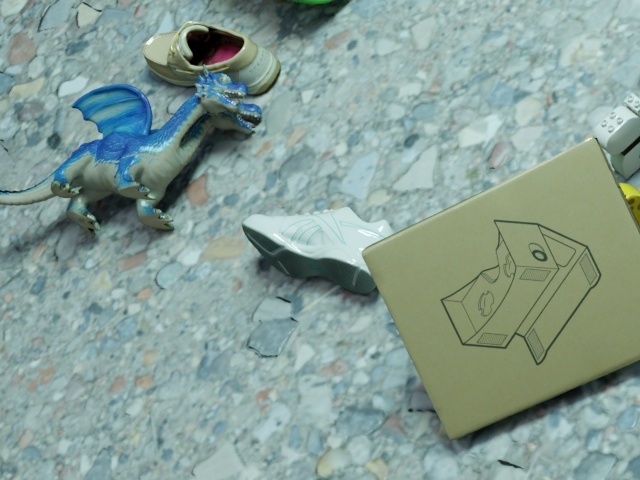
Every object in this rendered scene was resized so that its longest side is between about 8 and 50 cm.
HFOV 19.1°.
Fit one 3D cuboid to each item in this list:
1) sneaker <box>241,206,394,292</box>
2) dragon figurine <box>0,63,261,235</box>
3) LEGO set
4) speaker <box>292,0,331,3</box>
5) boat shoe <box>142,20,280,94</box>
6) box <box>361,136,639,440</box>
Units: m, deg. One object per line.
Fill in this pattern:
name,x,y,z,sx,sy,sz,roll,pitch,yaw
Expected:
sneaker,0.000,0.000,1.630,0.152,0.054,0.061,16,59,36
dragon figurine,-0.191,-0.088,1.802,0.289,0.085,0.144,-3,54,29
LEGO set,0.189,-0.023,1.475,0.227,0.093,0.087,-43,44,0
speaker,-0.075,-0.330,1.875,0.131,0.131,0.296,-48,44,-5
boat shoe,-0.114,-0.185,1.842,0.170,0.059,0.063,11,65,40
box,0.152,0.038,1.432,0.201,0.021,0.164,-26,90,18
